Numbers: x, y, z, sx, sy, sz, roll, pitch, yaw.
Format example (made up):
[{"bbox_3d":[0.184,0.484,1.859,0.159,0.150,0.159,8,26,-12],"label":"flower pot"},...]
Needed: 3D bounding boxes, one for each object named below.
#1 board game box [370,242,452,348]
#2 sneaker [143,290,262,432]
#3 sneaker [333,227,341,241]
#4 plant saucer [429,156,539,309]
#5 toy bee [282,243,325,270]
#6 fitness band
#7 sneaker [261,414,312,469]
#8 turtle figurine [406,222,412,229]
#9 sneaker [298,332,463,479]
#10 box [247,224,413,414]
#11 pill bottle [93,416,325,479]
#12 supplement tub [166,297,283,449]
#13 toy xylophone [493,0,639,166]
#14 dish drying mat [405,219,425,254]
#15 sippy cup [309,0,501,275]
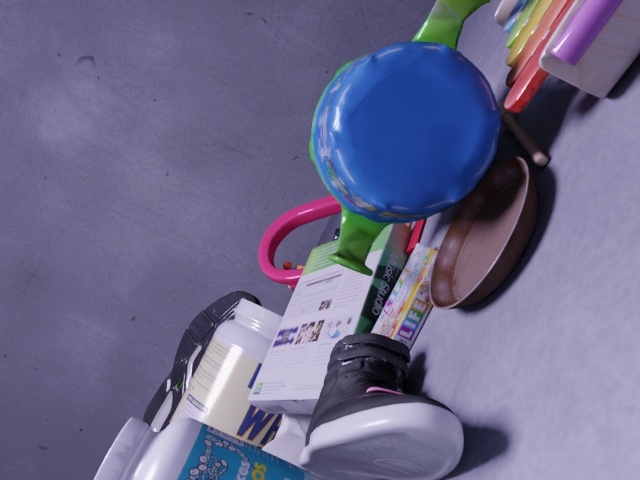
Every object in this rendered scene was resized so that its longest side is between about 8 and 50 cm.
[{"bbox_3d":[0.112,0.081,0.634,0.154,0.026,0.103,-64,4,3],"label":"board game box"},{"bbox_3d":[-0.236,0.337,1.263,0.169,0.257,0.448,40,100,41],"label":"sneaker"},{"bbox_3d":[0.075,-0.006,1.192,0.058,0.084,0.152,-66,5,-28],"label":"sneaker"},{"bbox_3d":[0.164,-0.002,0.496,0.169,0.029,0.168,-62,5,10],"label":"plant saucer"},{"bbox_3d":[-0.015,0.091,1.171,0.298,0.162,0.195,118,173,-59],"label":"toy bee"},{"bbox_3d":[0.000,0.000,1.081,0.290,0.054,0.209,-16,48,19],"label":"fitness band"},{"bbox_3d":[-0.055,0.354,0.815,0.212,0.080,0.094,-58,-14,-58],"label":"sneaker"},{"bbox_3d":[0.124,-0.121,0.944,0.217,0.087,0.270,46,-148,-77],"label":"turtle figurine"},{"bbox_3d":[0.050,0.144,0.473,0.296,0.104,0.147,115,174,-60],"label":"sneaker"},{"bbox_3d":[0.019,0.125,0.816,0.232,0.058,0.322,-22,38,50],"label":"box"},{"bbox_3d":[-0.129,0.310,0.591,0.146,0.263,0.146,-63,5,9],"label":"pill bottle"},{"bbox_3d":[-0.144,0.305,0.998,0.325,0.235,0.235,-64,4,-11],"label":"supplement tub"},{"bbox_3d":[0.238,-0.211,0.494,0.236,0.081,0.323,-62,4,23],"label":"toy xylophone"},{"bbox_3d":[0.157,-0.016,0.797,0.083,0.008,0.032,-65,5,-31],"label":"dish drying mat"},{"bbox_3d":[0.097,-0.122,0.575,0.224,0.239,0.306,-67,-36,-79],"label":"sippy cup"}]
